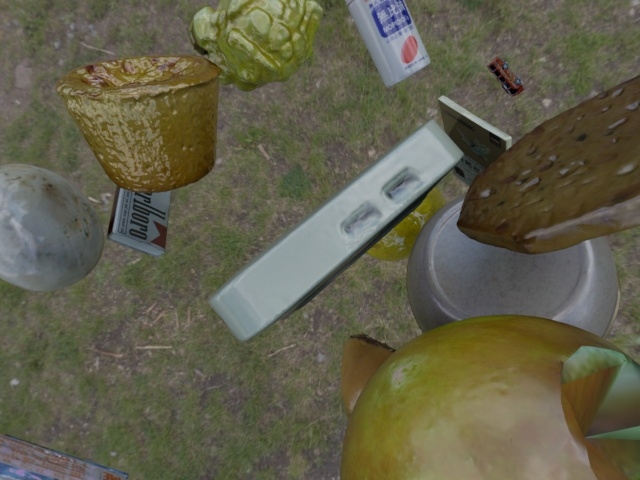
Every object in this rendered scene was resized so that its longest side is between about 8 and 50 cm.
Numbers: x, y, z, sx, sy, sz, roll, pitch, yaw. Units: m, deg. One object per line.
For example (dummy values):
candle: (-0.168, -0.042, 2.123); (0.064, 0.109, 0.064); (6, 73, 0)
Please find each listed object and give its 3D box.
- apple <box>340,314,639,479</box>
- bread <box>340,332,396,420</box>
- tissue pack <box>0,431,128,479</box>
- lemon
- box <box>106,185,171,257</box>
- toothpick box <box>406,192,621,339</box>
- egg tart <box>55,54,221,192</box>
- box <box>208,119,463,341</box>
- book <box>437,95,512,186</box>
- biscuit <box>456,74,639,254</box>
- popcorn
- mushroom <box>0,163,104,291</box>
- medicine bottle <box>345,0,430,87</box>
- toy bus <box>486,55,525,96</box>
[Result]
apple: (0.220, 0.262, 0.448); (0.384, 0.374, 0.374); (38, 94, 1)
bread: (0.123, 0.290, 0.752); (0.163, 0.262, 0.204); (-34, 113, -30)
tissue pack: (-0.268, 0.243, 0.359); (0.155, 0.065, 0.115); (33, 82, -22)
lemon: (0.254, -0.075, 1.318); (0.317, 0.285, 0.285); (-23, 85, 1)
box: (-0.375, -0.062, 0.878); (0.036, 0.115, 0.177); (-30, 51, 28)
toothpick box: (0.404, 0.116, 0.923); (0.410, 0.425, 0.408); (-10, 64, 21)
egg tart: (-0.224, -0.162, 0.570); (0.203, 0.202, 0.147); (2, 127, 9)
box: (0.000, 0.000, 0.636); (0.373, 0.367, 0.090); (-39, 94, -16)
book: (0.396, -0.206, 1.055); (0.021, 0.310, 0.217); (-39, 53, 1)
biscuit: (0.334, -0.103, 0.508); (0.359, 0.359, 0.046); (-38, 105, 6)
popcorn: (-0.120, -0.403, 0.806); (0.255, 0.195, 0.256); (-27, 51, 13)
mushroom: (-0.538, -0.007, 0.760); (0.244, 0.243, 0.243); (0, 89, 9)
medicine bottle: (0.149, -0.572, 1.047); (0.130, 0.130, 0.340); (-28, 106, 7)
toy bus: (0.472, -0.417, 1.062); (0.110, 0.031, 0.043); (46, 124, -9)
